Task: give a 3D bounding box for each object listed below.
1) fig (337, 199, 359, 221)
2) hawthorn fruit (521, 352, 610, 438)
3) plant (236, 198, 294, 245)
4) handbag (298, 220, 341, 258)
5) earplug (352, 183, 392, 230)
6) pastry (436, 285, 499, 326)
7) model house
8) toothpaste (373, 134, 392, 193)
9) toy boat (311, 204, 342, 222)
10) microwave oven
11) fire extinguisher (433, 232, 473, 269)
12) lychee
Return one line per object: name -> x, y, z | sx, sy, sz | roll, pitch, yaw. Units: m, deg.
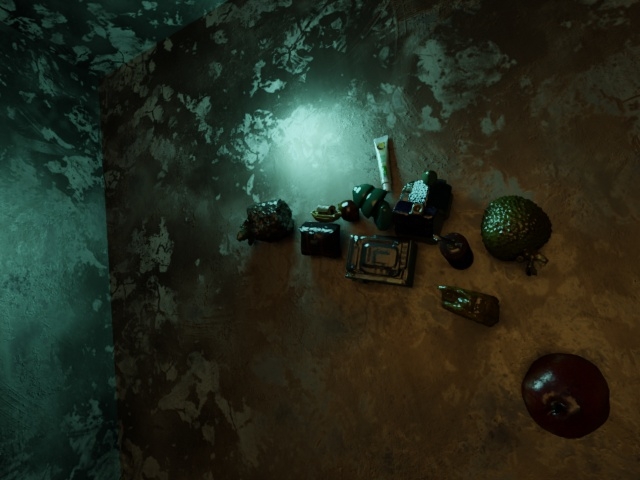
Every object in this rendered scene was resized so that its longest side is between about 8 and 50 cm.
fig -> 0.133, -0.157, 2.051 | 0.155, 0.103, 0.109 | 24, 102, 53
hawthorn fruit -> 0.868, 0.559, 1.435 | 0.285, 0.369, 0.284 | -3, 85, 41
plant -> -0.316, -0.089, 2.170 | 0.312, 0.215, 0.213 | -16, 76, 23
handbag -> 0.000, 0.000, 2.037 | 0.215, 0.155, 0.169 | 7, 123, 26
earplug -> 0.249, -0.164, 1.913 | 0.280, 0.257, 0.164 | 39, 120, 19
pastry -> 0.622, 0.273, 1.666 | 0.240, 0.235, 0.132 | 11, 87, 41
model house -> 0.454, -0.157, 1.811 | 0.243, 0.284, 0.298 | 12, 84, 21
toothpaste -> 0.326, -0.389, 2.040 | 0.058, 0.056, 0.314 | 1, 72, -17
toy boat -> 0.024, -0.142, 2.063 | 0.226, 0.068, 0.088 | 13, 125, 56
microwave oven -> 0.283, 0.095, 1.882 | 0.295, 0.181, 0.237 | 6, 83, 25
fire extinguisher -> 0.561, 0.039, 1.682 | 0.135, 0.337, 0.114 | 17, 84, 27
lychee -> 0.798, -0.037, 1.643 | 0.270, 0.270, 0.320 | -16, 35, 20
